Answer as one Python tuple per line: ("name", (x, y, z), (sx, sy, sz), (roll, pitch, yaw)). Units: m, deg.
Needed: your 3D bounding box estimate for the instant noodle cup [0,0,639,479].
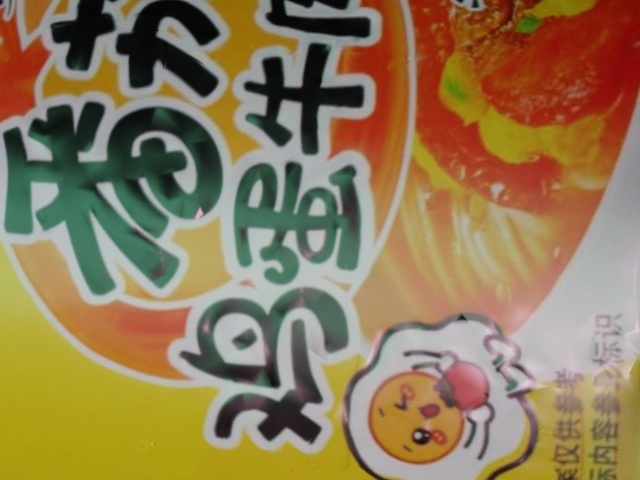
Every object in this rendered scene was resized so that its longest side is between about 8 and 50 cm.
("instant noodle cup", (0.000, 0.000, 0.526), (0.200, 0.264, 0.264), (3, 89, 14))
